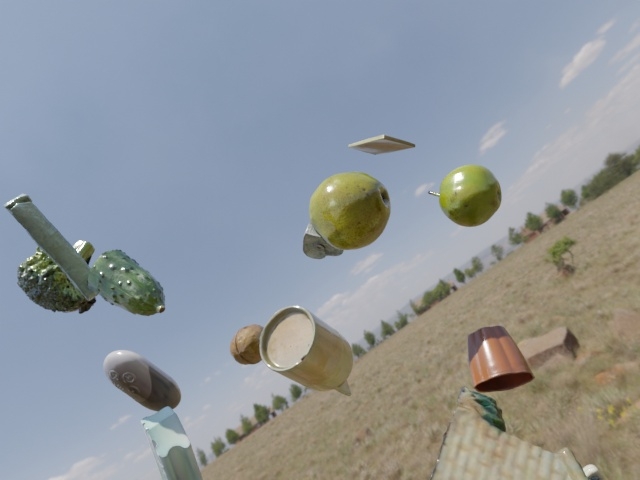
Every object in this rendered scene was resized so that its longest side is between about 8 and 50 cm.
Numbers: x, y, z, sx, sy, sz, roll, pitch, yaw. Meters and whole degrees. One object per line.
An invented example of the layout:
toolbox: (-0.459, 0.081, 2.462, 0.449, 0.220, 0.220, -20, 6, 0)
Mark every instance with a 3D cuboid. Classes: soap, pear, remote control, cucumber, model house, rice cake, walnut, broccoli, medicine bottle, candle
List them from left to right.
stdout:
rice cake: (-0.727, 0.020, 1.160, 0.066, 0.336, 0.063, -42, 15, -32)
broccoli: (-0.833, 0.113, 1.379, 0.262, 0.247, 0.244, -16, 40, 49)
cucumber: (-0.485, 0.127, 1.100, 0.134, 0.244, 0.134, -41, -34, -36)
remote control: (-0.687, 0.546, 1.626, 0.221, 0.332, 0.104, -41, 15, 33)
soap: (-0.430, 0.666, 1.256, 0.095, 0.290, 0.172, -21, 12, -34)
walnut: (-0.293, 0.438, 1.769, 0.167, 0.167, 0.207, -39, -6, 16)
medicine bottle: (-0.014, 0.425, 1.558, 0.235, 0.236, 0.406, -37, -45, 8)
candle: (0.000, 0.000, 1.654, 0.192, 0.168, 0.068, -15, 43, 38)
pear: (0.109, -0.108, 1.472, 0.294, 0.294, 0.294, -32, -15, -10)
pear: (0.414, -0.130, 1.233, 0.216, 0.180, 0.166, 2, -13, 32)
model house: (0.479, 0.639, 0.996, 0.395, 0.399, 0.446, -48, -39, -37)
remote control: (0.765, 0.707, 1.232, 0.122, 0.074, 0.032, -39, 23, 12)

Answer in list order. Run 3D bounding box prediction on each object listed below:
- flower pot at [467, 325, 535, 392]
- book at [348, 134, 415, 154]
flower pot: (0.566, 0.378, 1.358, 0.190, 0.173, 0.191, -3, -36, -2)
book: (0.251, -0.395, 1.756, 0.170, 0.018, 0.241, 7, -1, -31)
